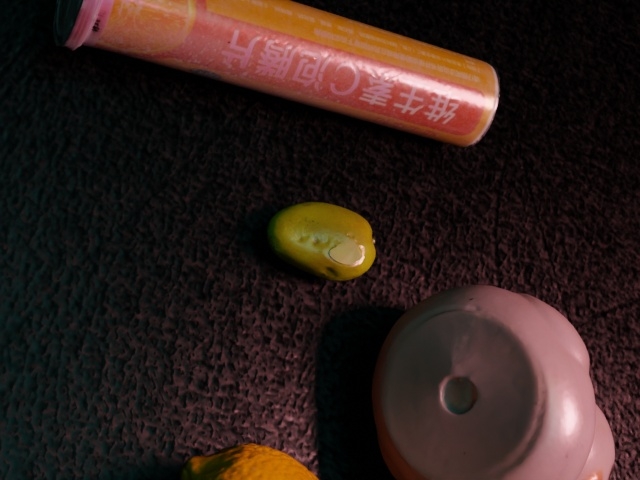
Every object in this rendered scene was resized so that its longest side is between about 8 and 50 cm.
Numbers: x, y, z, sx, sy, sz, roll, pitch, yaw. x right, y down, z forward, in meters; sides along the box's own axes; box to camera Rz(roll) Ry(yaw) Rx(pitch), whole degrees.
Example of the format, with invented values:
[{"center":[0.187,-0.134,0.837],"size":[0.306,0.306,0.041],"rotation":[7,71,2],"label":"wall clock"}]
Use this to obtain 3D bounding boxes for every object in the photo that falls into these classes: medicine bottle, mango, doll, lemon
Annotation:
[{"center":[-0.029,-0.182,1.195],"size":[0.426,0.108,0.108],"rotation":[12,70,-25],"label":"medicine bottle"},{"center":[0.000,0.000,1.181],"size":[0.108,0.056,0.073],"rotation":[10,65,-22],"label":"mango"},{"center":[0.172,0.161,1.164],"size":[0.221,0.221,0.251],"rotation":[-21,57,-31],"label":"doll"},{"center":[-0.050,0.251,1.031],"size":[0.142,0.142,0.187],"rotation":[-37,99,-31],"label":"lemon"}]
